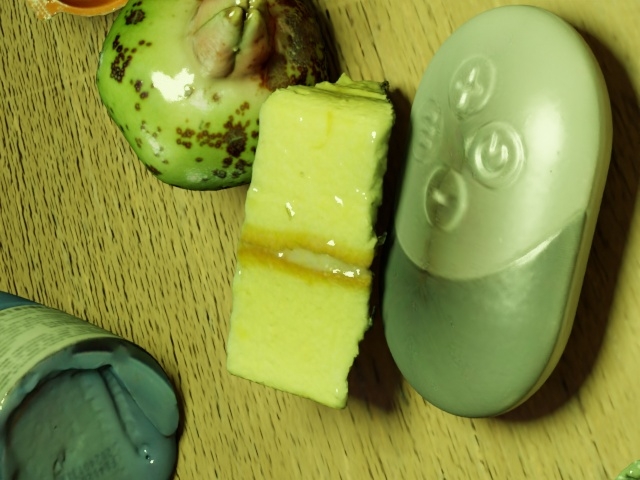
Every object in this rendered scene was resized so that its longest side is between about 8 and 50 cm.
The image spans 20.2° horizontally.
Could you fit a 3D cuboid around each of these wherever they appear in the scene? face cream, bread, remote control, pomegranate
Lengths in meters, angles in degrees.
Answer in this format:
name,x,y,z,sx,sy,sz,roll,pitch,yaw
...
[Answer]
name,x,y,z,sx,sy,sz,roll,pitch,yaw
face cream,-0.295,0.188,1.791,0.225,0.249,0.249,16,100,46
bread,0.000,0.000,1.521,0.178,0.141,0.266,-135,49,-66
remote control,0.134,-0.022,1.430,0.221,0.103,0.332,26,109,55
pomegranate,-0.089,-0.162,1.584,0.248,0.214,0.214,121,138,-68

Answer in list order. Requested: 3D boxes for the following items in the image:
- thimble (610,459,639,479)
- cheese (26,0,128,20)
name,x,y,z,sx,sy,sz,roll,pitch,yaw
thimble,0.262,0.199,1.312,0.110,0.062,0.084,22,106,46
cheese,-0.187,-0.354,1.782,0.329,0.129,0.217,-43,63,17
